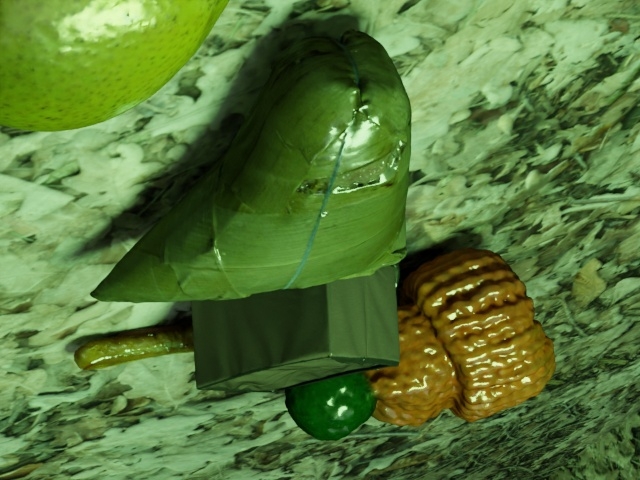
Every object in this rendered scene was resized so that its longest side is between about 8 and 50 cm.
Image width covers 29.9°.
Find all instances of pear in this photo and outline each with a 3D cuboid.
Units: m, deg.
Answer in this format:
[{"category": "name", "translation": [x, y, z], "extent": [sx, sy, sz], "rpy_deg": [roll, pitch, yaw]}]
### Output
[{"category": "pear", "translation": [-0.198, -0.209, 0.833], "extent": [0.294, 0.294, 0.294], "rpy_deg": [-18, 153, -10]}]

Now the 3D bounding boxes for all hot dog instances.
[{"category": "hot dog", "translation": [-0.251, 0.149, 1.718], "extent": [0.216, 0.047, 0.066], "rpy_deg": [-8, 164, -29]}]

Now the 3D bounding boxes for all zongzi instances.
[{"category": "zongzi", "translation": [-0.087, -0.061, 1.332], "extent": [0.393, 0.174, 0.356], "rpy_deg": [-12, 148, -8]}]

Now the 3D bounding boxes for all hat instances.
[{"category": "hat", "translation": [0.152, 0.206, 1.824], "extent": [0.400, 0.285, 0.285], "rpy_deg": [-35, 156, -13]}]

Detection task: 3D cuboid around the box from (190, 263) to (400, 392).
[{"category": "box", "translation": [-0.034, 0.115, 1.628], "extent": [0.252, 0.153, 0.188], "rpy_deg": [-16, 162, 33]}]
